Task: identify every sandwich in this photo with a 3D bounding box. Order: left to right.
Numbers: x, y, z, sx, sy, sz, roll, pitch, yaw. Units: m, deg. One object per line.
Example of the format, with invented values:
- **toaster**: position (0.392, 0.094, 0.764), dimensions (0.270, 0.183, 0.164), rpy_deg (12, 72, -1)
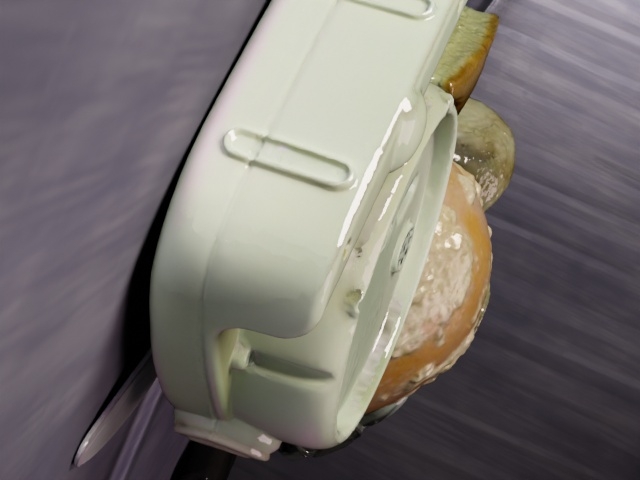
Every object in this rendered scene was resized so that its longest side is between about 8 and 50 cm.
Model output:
- **sandwich**: position (0.086, -0.163, 1.441), dimensions (0.236, 0.122, 0.128), rpy_deg (134, -21, -78)

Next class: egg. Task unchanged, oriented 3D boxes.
- **egg**: position (0.023, 0.028, 1.230), dimensions (0.245, 0.203, 0.203), rpy_deg (-56, 180, 11)

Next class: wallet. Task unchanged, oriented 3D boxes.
- **wallet**: position (-0.126, 0.255, 1.908), dimensions (0.377, 0.051, 0.197), rpy_deg (-64, 174, -63)

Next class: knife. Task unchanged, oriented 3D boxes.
- **knife**: position (-0.096, 0.069, 0.981), dimensions (0.058, 0.032, 0.244), rpy_deg (-63, 177, 39)

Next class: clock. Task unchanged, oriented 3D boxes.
- **clock**: position (0.000, 0.000, 0.957), dimensions (0.324, 0.108, 0.265), rpy_deg (92, 19, -57)

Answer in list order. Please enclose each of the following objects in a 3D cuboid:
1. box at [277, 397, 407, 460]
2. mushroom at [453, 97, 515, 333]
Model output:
- **box**: position (0.008, 0.062, 1.464), dimensions (0.163, 0.135, 0.243), rpy_deg (-28, -155, 39)
- **mushroom**: position (0.070, 0.003, 1.653), dimensions (0.344, 0.247, 0.130), rpy_deg (-54, 168, 8)
